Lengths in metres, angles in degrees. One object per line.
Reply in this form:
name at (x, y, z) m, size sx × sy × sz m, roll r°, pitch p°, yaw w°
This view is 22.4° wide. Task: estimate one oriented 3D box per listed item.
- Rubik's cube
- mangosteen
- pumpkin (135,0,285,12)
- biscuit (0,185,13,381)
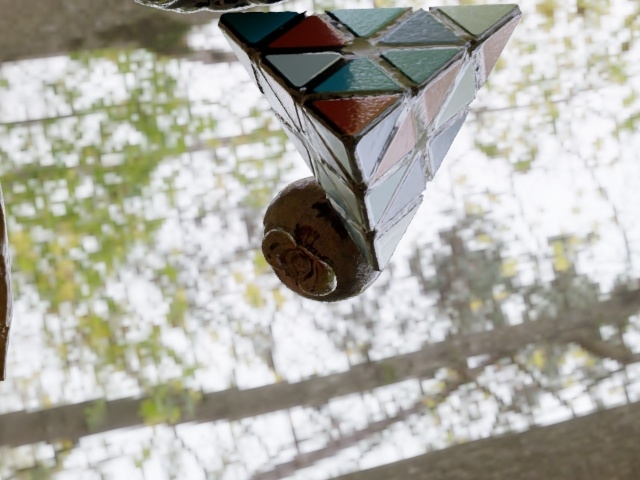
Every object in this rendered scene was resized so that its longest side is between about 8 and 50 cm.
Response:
Rubik's cube at (0.087, -0.148, 1.416) m, size 0.284 × 0.234 × 0.250 m, roll 58°, pitch -6°, yaw -4°
mangosteen at (0.000, 0.000, 1.786) m, size 0.152 × 0.152 × 0.152 m, roll 25°, pitch -61°, yaw 55°
pumpkin at (-0.096, -0.298, 1.455) m, size 0.233 × 0.233 × 0.163 m, roll -24°, pitch -110°, yaw 59°
biscuit at (-0.319, 0.035, 1.567) m, size 0.182 × 0.034 × 0.215 m, roll 123°, pitch -40°, yaw -64°
